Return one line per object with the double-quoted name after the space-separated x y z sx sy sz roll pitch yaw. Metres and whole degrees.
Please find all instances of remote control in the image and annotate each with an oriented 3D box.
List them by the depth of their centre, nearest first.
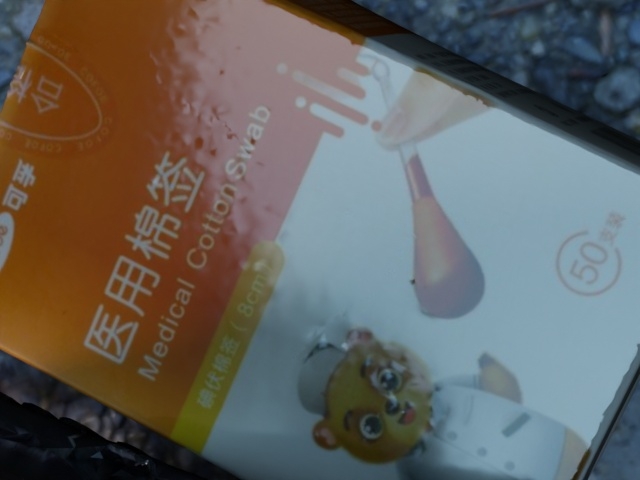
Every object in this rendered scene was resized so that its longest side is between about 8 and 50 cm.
-0.079 0.140 0.829 0.399 0.144 0.062 15 72 36 "remote control"

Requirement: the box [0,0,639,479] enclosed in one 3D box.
0.000 0.000 0.859 0.341 0.143 0.225 27 101 13 "box"
